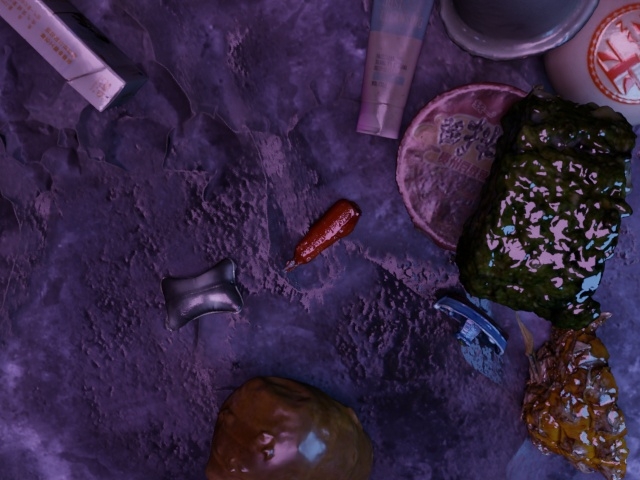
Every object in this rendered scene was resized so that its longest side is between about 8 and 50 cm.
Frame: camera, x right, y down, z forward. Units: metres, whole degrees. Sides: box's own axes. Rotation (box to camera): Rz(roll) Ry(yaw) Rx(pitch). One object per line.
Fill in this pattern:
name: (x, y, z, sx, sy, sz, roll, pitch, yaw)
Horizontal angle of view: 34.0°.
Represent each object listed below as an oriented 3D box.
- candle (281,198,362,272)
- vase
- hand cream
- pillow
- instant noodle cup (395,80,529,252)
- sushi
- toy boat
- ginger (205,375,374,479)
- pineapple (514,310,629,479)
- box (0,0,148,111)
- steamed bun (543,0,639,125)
candle: (0.000, 0.000, 1.686, 0.162, 0.048, 0.053, -43, 113, 10)
vase: (0.242, -0.419, 1.430, 0.245, 0.291, 0.245, -9, 63, 19)
hand cream: (0.120, -0.314, 1.610, 0.111, 0.070, 0.312, 10, 98, 4)
pillow: (-0.195, 0.088, 1.712, 0.136, 0.055, 0.091, -15, 97, 5)
instant noodle cup: (0.252, -0.113, 1.626, 0.274, 0.091, 0.274, 1, 102, 4)
sushi: (0.303, -0.054, 1.413, 0.178, 0.352, 0.294, 18, 102, 2)
toy boat: (0.241, 0.139, 1.691, 0.137, 0.060, 0.061, 42, 79, -8)
ginger: (-0.041, 0.332, 1.670, 0.269, 0.223, 0.200, 28, 98, 0)
pineapple: (0.395, 0.257, 1.657, 0.158, 0.161, 0.334, -6, 103, 7)
box: (-0.380, -0.303, 1.601, 0.233, 0.149, 0.067, 44, 103, -5)
steamed bun: (0.451, -0.282, 1.553, 0.232, 0.145, 0.231, 1, 101, 4)
